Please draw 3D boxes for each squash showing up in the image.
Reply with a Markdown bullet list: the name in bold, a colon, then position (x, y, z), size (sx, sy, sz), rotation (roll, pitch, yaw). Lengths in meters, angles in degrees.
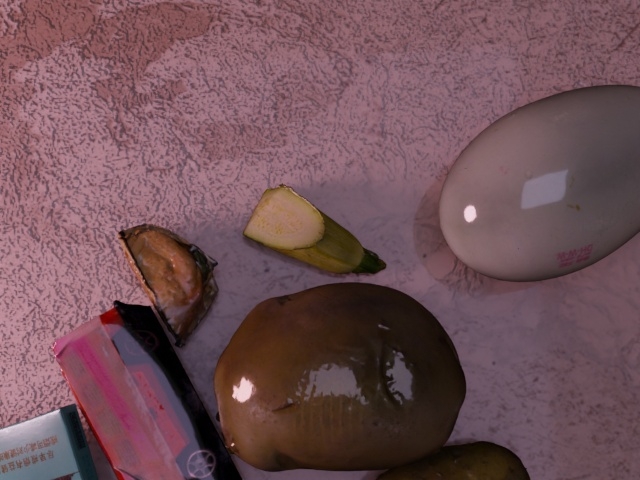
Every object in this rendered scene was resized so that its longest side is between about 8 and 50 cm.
- **squash**: position (0.000, -0.002, 1.713), size (0.200, 0.075, 0.090), rotation (25, 56, -2)

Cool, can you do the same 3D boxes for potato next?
- **potato**: position (0.166, 0.349, 1.667), size (0.251, 0.113, 0.149), rotation (-19, 77, -15)
- **potato**: position (0.026, 0.175, 1.620), size (0.326, 0.221, 0.243), rotation (0, 85, 0)

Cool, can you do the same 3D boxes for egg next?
- **egg**: position (0.329, -0.082, 1.669), size (0.371, 0.230, 0.230), rotation (-27, 86, -11)

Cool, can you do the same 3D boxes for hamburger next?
- **hamburger**: position (-0.193, 0.048, 1.693), size (0.102, 0.087, 0.176), rotation (-28, 79, -18)

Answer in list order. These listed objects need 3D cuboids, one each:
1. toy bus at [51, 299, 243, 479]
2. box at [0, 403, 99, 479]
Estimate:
- **toy bus**: position (-0.224, 0.228, 1.646), size (0.147, 0.127, 0.302), rotation (-27, 87, -2)
- **box**: position (-0.354, 0.343, 1.627), size (0.162, 0.041, 0.229), rotation (-21, 85, 25)
